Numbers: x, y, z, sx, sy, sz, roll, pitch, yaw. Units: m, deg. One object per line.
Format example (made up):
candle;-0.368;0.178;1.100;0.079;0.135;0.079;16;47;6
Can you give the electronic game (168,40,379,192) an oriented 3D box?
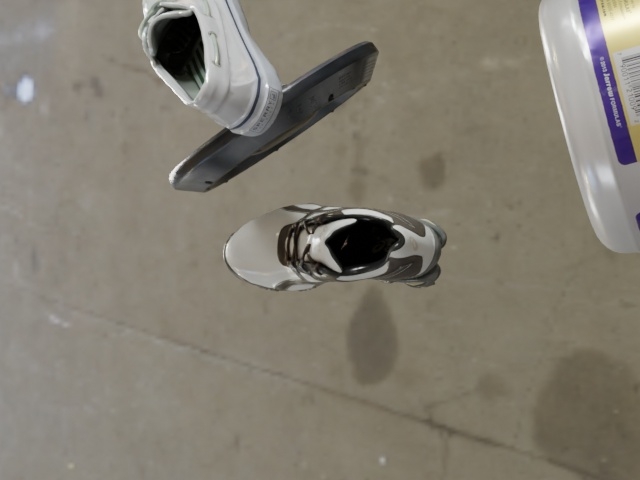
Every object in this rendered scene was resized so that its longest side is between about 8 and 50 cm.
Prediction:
electronic game;-0.043;-0.115;1.298;0.048;0.229;0.229;57;141;-1

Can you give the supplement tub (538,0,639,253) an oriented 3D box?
supplement tub;0.365;-0.138;1.139;0.331;0.241;0.241;-14;74;14

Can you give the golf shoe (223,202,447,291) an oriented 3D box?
golf shoe;0.000;0.000;1.144;0.198;0.094;0.077;-4;80;23

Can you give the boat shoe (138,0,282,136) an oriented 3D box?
boat shoe;-0.103;-0.165;1.107;0.083;0.076;0.226;-59;40;16
